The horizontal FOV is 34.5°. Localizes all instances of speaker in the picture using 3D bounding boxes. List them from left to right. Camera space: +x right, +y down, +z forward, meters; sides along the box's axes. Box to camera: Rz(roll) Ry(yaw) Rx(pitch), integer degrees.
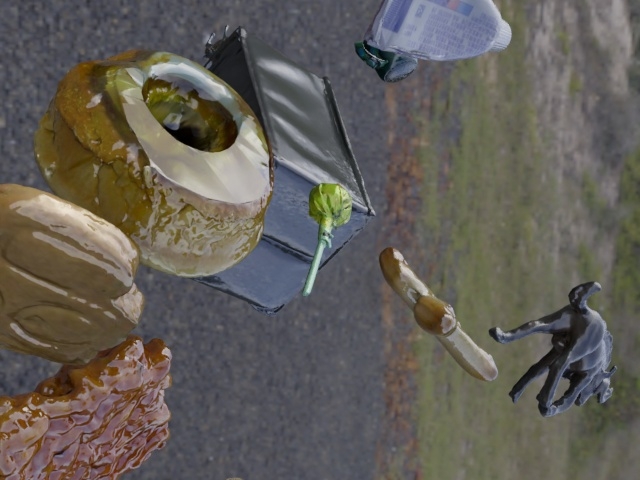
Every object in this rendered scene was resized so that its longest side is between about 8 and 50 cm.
[{"bbox_3d":[0.083,-0.258,1.434,0.094,0.075,0.060,-15,157,-29],"label":"speaker"}]

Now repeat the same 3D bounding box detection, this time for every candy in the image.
[{"bbox_3d":[0.000,0.000,1.255,0.062,0.058,0.194,47,36,-27],"label":"candy"}]

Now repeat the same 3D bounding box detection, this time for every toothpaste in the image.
[{"bbox_3d":[0.143,-0.251,1.165,0.282,0.068,0.099,0,90,-56],"label":"toothpaste"}]

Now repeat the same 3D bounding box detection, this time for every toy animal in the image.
[{"bbox_3d":[0.294,0.132,1.236,0.148,0.084,0.233,-38,138,-13],"label":"toy animal"}]

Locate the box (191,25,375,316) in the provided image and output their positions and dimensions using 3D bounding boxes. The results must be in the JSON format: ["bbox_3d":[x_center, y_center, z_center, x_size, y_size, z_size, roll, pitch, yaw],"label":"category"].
[{"bbox_3d":[-0.100,-0.111,1.590,0.204,0.251,0.345,27,31,-36],"label":"box"}]

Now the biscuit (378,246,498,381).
[{"bbox_3d":[0.165,0.109,1.447,0.047,0.164,0.208,-42,139,4],"label":"biscuit"}]

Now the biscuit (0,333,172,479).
[{"bbox_3d":[-0.341,0.269,1.410,0.312,0.110,0.318,-32,150,-34],"label":"biscuit"}]

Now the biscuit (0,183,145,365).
[{"bbox_3d":[-0.320,0.049,1.034,0.269,0.376,0.051,28,56,-23],"label":"biscuit"}]

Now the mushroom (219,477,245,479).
[{"bbox_3d":[-0.184,0.441,1.503,0.225,0.093,0.116,-59,-177,8],"label":"mushroom"}]

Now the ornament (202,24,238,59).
[{"bbox_3d":[-0.178,-0.335,1.831,0.028,0.073,0.125,52,23,-37],"label":"ornament"}]

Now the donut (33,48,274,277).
[{"bbox_3d":[-0.187,-0.114,1.251,0.160,0.330,0.330,-60,171,31],"label":"donut"}]
